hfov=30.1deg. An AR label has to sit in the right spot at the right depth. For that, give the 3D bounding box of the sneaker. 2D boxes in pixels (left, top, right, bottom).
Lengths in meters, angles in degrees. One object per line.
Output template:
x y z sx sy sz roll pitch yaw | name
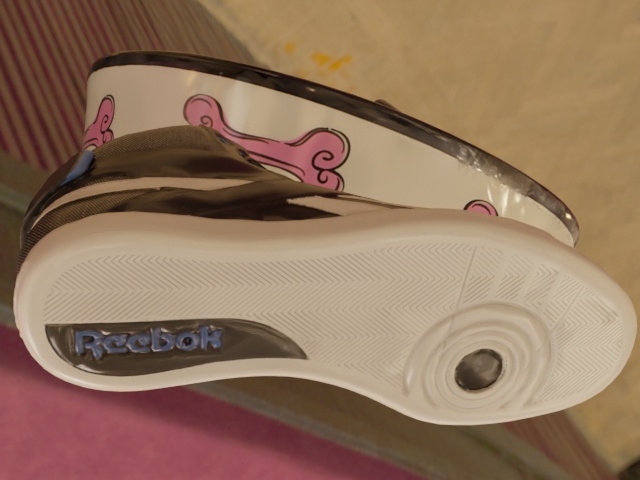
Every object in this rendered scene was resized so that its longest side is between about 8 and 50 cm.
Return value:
0.000 0.000 0.439 0.216 0.121 0.079 7 115 -16 | sneaker

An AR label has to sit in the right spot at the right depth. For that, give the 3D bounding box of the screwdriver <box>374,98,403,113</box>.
0.086 -0.085 1.059 0.024 0.170 0.025 -32 130 -4 | screwdriver

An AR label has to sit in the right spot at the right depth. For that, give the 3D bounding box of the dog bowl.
-0.013 0.004 0.939 0.408 0.407 0.150 31 74 -54 | dog bowl
